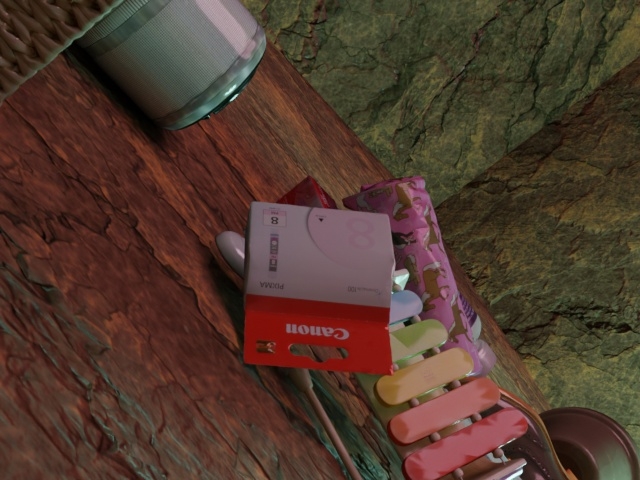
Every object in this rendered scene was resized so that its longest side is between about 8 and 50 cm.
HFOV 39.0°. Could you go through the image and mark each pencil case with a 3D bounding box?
[{"bbox_3d":[0.162,0.074,1.605,0.160,0.167,0.386,-16,88,-52],"label":"pencil case"}]

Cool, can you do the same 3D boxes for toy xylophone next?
[{"bbox_3d":[0.108,0.200,1.158,0.236,0.081,0.322,-24,69,-37],"label":"toy xylophone"}]

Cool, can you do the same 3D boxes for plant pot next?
[{"bbox_3d":[0.470,0.446,1.717,0.263,0.263,0.229,57,14,21],"label":"plant pot"}]

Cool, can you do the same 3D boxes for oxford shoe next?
[{"bbox_3d":[0.330,0.381,1.508,0.363,0.130,0.132,48,29,-7],"label":"oxford shoe"}]

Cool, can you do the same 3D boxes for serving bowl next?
[{"bbox_3d":[-0.111,0.017,1.278,0.083,0.027,0.083,50,11,-13],"label":"serving bowl"}]

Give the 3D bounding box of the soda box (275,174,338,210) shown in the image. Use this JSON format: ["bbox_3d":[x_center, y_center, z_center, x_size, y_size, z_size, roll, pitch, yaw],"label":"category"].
[{"bbox_3d":[0.000,0.000,1.609,0.083,0.092,0.263,43,15,-37],"label":"soda box"}]

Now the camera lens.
[{"bbox_3d":[-0.231,-0.315,1.317,0.274,0.219,0.219,47,13,-26],"label":"camera lens"}]

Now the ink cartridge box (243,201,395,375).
[{"bbox_3d":[0.000,0.053,1.132,0.189,0.066,0.232,6,40,-9],"label":"ink cartridge box"}]

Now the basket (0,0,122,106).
[{"bbox_3d":[-0.337,-0.369,0.941,0.331,0.266,0.328,48,12,-25],"label":"basket"}]

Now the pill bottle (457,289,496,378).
[{"bbox_3d":[0.209,0.153,1.789,0.301,0.169,0.169,51,11,-6],"label":"pill bottle"}]

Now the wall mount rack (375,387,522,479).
[{"bbox_3d":[0.194,0.346,1.282,0.350,0.130,0.304,48,9,-18],"label":"wall mount rack"}]

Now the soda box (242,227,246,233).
[{"bbox_3d":[-0.056,-0.002,1.402,0.071,0.067,0.210,55,5,5],"label":"soda box"}]
